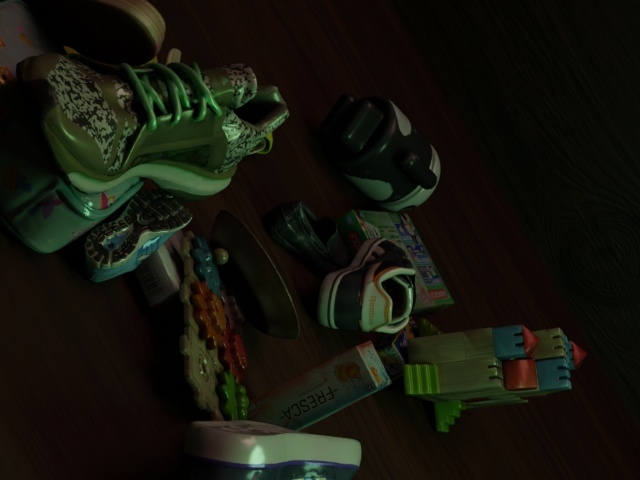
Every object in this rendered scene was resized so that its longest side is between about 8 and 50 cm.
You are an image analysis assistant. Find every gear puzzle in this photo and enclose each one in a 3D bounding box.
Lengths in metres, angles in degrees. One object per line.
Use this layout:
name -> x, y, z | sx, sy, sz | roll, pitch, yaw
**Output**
gear puzzle -> -0.117, 0.145, 1.362 | 0.339, 0.044, 0.175 | -97, 167, -45

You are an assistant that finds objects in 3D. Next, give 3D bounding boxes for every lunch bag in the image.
lunch bag -> -0.320, -0.139, 1.265 | 0.279, 0.108, 0.224 | 56, 21, -9

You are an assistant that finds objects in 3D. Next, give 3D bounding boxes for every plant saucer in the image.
plant saucer -> -0.096, 0.054, 1.513 | 0.198, 0.036, 0.198 | 52, -18, 24

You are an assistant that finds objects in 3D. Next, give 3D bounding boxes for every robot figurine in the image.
robot figurine -> 0.119, -0.172, 2.259 | 0.278, 0.173, 0.209 | 40, 30, -41

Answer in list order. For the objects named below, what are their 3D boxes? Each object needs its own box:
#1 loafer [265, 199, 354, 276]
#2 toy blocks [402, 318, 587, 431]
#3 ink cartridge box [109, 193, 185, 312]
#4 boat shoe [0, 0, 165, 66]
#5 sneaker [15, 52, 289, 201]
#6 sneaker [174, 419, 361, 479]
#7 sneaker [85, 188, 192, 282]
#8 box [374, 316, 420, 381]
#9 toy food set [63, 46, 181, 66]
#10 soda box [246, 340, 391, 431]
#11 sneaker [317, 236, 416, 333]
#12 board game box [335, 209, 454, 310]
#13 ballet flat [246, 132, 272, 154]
loafer -> 0.000, 0.000, 1.864 | 0.223, 0.078, 0.076 | 36, 31, -47
toy blocks -> 0.314, 0.218, 1.952 | 0.381, 0.261, 0.191 | 33, 50, -66
ink cartridge box -> -0.200, 0.023, 1.447 | 0.145, 0.045, 0.179 | 64, 4, 14
boat shoe -> -0.271, -0.277, 1.340 | 0.098, 0.302, 0.109 | -46, 129, -24
sneaker -> -0.165, -0.153, 1.227 | 0.158, 0.182, 0.410 | 63, 20, 10
sneaker -> -0.065, 0.314, 1.191 | 0.323, 0.130, 0.236 | 24, 73, -65
sneaker -> -0.218, -0.004, 1.325 | 0.063, 0.073, 0.162 | 45, 47, 11
box -> 0.132, 0.187, 1.948 | 0.059, 0.054, 0.169 | 59, 19, -3
toy food set -> -0.291, -0.242, 1.555 | 0.218, 0.071, 0.128 | 26, 62, -53
soda box -> -0.006, 0.193, 1.427 | 0.063, 0.183, 0.058 | 64, 21, 8
sneaker -> 0.104, 0.081, 1.884 | 0.321, 0.127, 0.126 | -38, 133, -65
board game box -> 0.150, 0.045, 2.201 | 0.213, 0.046, 0.317 | 64, 20, 11
ballet flat -> -0.134, -0.176, 1.817 | 0.231, 0.077, 0.077 | 4, 74, -68
